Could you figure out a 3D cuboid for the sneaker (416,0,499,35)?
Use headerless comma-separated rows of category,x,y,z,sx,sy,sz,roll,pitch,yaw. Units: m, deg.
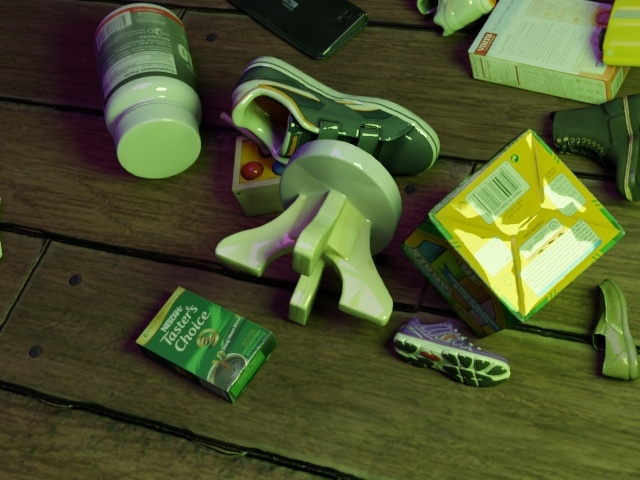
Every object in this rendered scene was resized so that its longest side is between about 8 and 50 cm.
sneaker,0.204,-0.446,1.967,0.121,0.099,0.262,-33,41,15

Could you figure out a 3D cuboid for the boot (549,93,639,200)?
boot,0.397,-0.125,1.682,0.137,0.077,0.198,-6,40,20

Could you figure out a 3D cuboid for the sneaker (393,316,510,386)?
sneaker,0.179,0.140,1.559,0.170,0.068,0.071,18,57,30

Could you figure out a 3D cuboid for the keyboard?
keyboard,-0.027,-0.448,2.085,0.201,0.033,0.317,-44,54,-7

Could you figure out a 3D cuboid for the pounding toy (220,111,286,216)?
pounding toy,-0.085,-0.127,1.822,0.130,0.100,0.141,-8,53,13

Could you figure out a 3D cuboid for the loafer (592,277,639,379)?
loafer,0.377,0.114,1.514,0.050,0.056,0.148,-9,52,5

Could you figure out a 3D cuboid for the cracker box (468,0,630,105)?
cracker box,0.368,-0.305,1.819,0.232,0.067,0.155,18,61,28

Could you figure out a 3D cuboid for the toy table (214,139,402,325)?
toy table,0.000,0.000,1.595,0.252,0.274,0.161,16,64,18

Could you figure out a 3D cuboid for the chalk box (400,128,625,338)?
chalk box,0.235,0.005,1.536,0.180,0.289,0.179,-40,85,-10

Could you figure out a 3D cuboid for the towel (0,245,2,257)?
towel,-0.628,0.006,1.962,0.197,0.029,0.144,-20,51,7

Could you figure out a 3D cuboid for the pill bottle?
pill bottle,-0.285,-0.249,1.943,0.161,0.161,0.283,-19,52,5

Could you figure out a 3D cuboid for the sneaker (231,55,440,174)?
sneaker,0.015,-0.156,1.740,0.321,0.126,0.127,21,44,2

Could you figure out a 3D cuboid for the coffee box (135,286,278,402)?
coffee box,-0.166,0.148,1.686,0.184,0.040,0.113,24,66,32

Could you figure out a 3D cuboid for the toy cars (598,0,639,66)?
toy cars,0.560,-0.391,1.722,0.394,0.087,0.176,-29,45,-9
